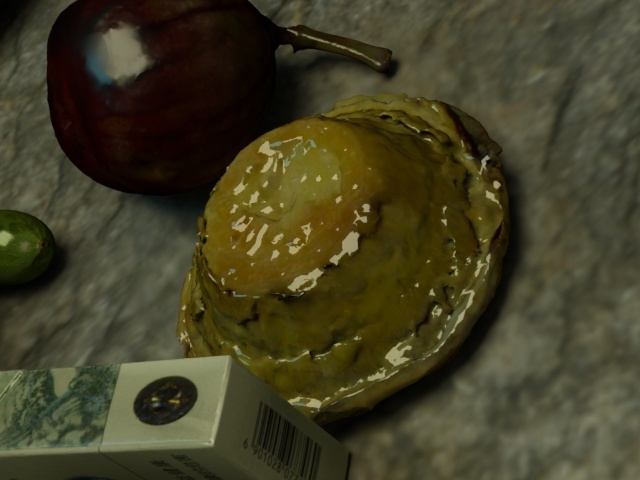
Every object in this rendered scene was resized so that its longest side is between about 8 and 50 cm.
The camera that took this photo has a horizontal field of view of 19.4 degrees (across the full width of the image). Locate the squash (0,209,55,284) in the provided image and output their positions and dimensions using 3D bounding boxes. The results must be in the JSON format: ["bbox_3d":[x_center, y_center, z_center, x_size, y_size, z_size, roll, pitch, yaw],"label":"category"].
[{"bbox_3d":[-0.311,0.003,1.643,0.201,0.066,0.066,5,63,37],"label":"squash"}]

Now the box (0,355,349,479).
[{"bbox_3d":[-0.131,0.152,1.341,0.256,0.164,0.069,-6,58,31],"label":"box"}]

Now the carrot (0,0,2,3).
[{"bbox_3d":[-0.396,-0.237,1.824,0.196,0.196,0.254,20,83,42],"label":"carrot"}]

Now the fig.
[{"bbox_3d":[-0.102,-0.146,1.539,0.249,0.186,0.204,-32,0,-22],"label":"fig"}]

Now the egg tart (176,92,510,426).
[{"bbox_3d":[0.000,0.000,1.394,0.294,0.116,0.295,-20,48,24],"label":"egg tart"}]
